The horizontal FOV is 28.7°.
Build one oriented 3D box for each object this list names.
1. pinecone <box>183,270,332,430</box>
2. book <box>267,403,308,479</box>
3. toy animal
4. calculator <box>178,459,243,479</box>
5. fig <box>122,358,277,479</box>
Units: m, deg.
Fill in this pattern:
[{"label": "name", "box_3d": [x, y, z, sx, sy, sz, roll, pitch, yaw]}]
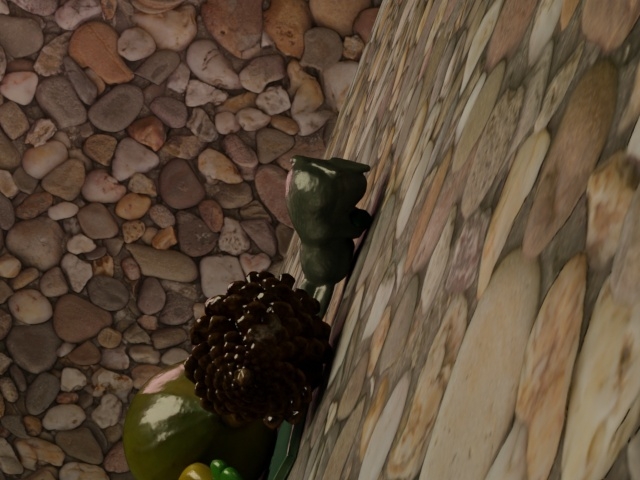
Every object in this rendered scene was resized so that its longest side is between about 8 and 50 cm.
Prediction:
[{"label": "pinecone", "box_3d": [-0.072, 0.133, 1.642, 0.169, 0.185, 0.212, -30, 19, 45]}, {"label": "book", "box_3d": [-0.045, 0.276, 1.687, 0.135, 0.017, 0.103, -77, 10, -54]}, {"label": "toy animal", "box_3d": [0.006, -0.007, 1.769, 0.108, 0.138, 0.236, -27, -49, -50]}, {"label": "calculator", "box_3d": [-0.159, 0.403, 1.802, 0.032, 0.146, 0.234, -26, -34, -41]}, {"label": "fig", "box_3d": [-0.177, 0.292, 1.915, 0.271, 0.239, 0.239, 139, 152, -66]}]
